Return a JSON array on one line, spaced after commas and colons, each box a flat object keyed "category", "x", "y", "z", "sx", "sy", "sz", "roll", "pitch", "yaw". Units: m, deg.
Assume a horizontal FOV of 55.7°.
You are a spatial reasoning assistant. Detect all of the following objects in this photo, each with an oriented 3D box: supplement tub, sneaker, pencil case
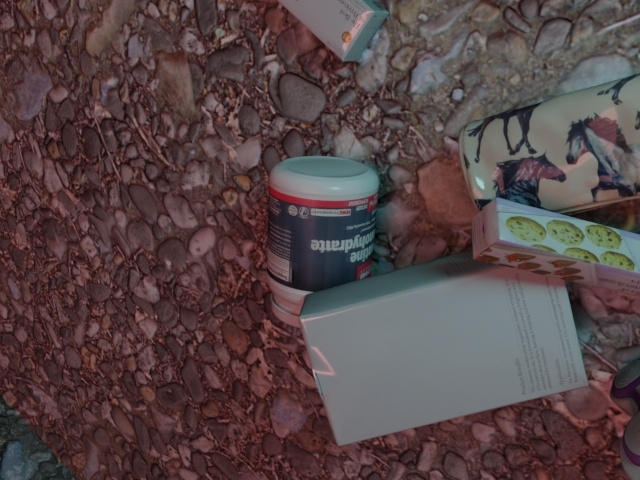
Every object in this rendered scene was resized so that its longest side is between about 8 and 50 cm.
[{"category": "supplement tub", "x": 0.000, "y": 0.000, "z": 1.075, "sx": 0.191, "sy": 0.191, "sz": 0.272, "roll": 15, "pitch": 114, "yaw": 29}, {"category": "sneaker", "x": 0.475, "y": 0.262, "z": 0.791, "sx": 0.152, "sy": 0.305, "sz": 0.114, "roll": 46, "pitch": 115, "yaw": 6}, {"category": "pencil case", "x": 0.397, "y": -0.118, "z": 0.790, "sx": 0.410, "sy": 0.160, "sz": 0.184, "roll": -11, "pitch": 90, "yaw": 35}]

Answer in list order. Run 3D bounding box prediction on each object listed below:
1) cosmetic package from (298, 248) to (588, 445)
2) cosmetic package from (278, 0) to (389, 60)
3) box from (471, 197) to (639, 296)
[{"category": "cosmetic package", "x": 0.178, "y": 0.148, "z": 0.931, "sx": 0.384, "sy": 0.156, "sz": 0.217, "roll": -13, "pitch": 99, "yaw": 7}, {"category": "cosmetic package", "x": -0.007, "y": -0.416, "z": 1.018, "sx": 0.239, "sy": 0.060, "sz": 0.099, "roll": 45, "pitch": 126, "yaw": 13}, {"category": "box", "x": 0.356, "y": 0.018, "z": 0.799, "sx": 0.323, "sy": 0.067, "sz": 0.063, "roll": 13, "pitch": 152, "yaw": -14}]
